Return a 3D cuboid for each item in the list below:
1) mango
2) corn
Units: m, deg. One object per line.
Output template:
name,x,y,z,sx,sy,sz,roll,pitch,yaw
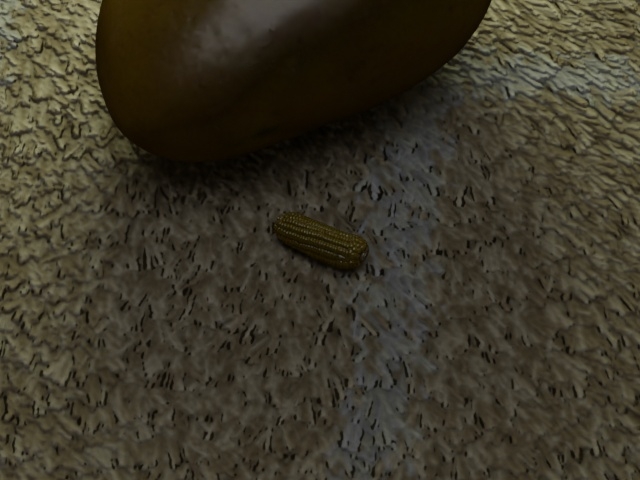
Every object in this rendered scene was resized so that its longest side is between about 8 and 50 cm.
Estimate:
mango,-0.026,-0.241,1.480,0.446,0.232,0.300,-39,71,-16
corn,0.000,0.000,1.431,0.092,0.037,0.037,25,58,10
